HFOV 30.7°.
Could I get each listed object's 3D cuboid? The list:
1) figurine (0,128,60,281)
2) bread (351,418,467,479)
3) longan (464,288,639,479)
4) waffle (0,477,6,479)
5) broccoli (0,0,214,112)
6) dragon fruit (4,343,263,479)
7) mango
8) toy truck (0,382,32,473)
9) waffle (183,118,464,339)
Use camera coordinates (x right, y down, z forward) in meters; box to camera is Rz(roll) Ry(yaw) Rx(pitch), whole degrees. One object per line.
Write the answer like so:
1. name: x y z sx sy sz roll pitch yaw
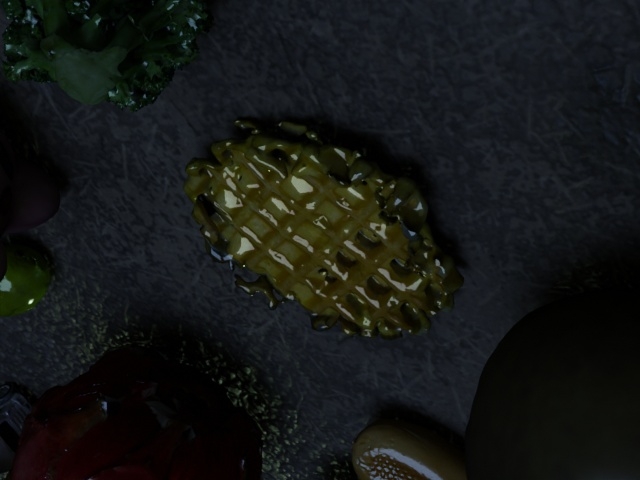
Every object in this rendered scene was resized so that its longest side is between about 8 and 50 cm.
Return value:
1. figurine: -0.442 -0.053 1.215 0.261 0.269 0.211 -9 120 25
2. bread: 0.121 0.268 1.317 0.189 0.077 0.114 33 119 -1
3. longan: 0.265 0.181 1.004 0.297 0.297 0.297 16 137 16
4. waffle: -0.377 0.372 1.592 0.292 0.056 0.309 6 174 7
5. broccoli: -0.187 -0.188 1.000 0.195 0.156 0.195 -8 136 -7
6. dragon fruit: -0.218 0.283 1.379 0.296 0.295 0.301 31 110 0
7. mango: -0.389 0.056 1.407 0.091 0.074 0.165 43 138 -16
8. toy truck: -0.498 0.278 1.655 0.216 0.116 0.110 -5 127 34
9. waffle: -0.001 0.002 1.138 0.281 0.060 0.262 5 132 27
